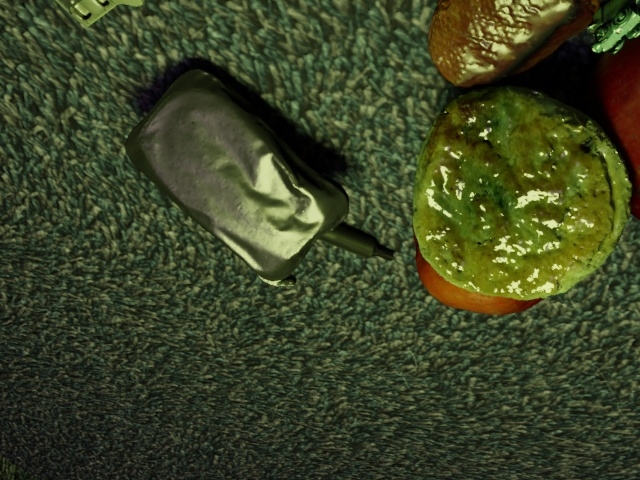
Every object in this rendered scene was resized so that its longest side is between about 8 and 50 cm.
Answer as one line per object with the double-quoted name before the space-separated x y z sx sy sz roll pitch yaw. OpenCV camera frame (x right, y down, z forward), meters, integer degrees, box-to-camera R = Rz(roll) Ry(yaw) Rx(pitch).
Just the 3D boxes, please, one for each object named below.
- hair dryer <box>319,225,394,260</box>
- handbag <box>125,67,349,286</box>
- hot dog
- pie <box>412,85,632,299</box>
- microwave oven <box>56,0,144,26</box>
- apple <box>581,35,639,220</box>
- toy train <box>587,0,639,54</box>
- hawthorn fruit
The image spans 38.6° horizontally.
"hair dryer" 0.000 0.000 1.514 0.248 0.077 0.195 23 144 -16
"handbag" -0.116 -0.089 1.347 0.332 0.075 0.191 42 108 -9
"hot dog" 0.222 -0.263 1.062 0.161 0.099 0.227 31 142 -18
"pie" 0.233 -0.051 1.118 0.277 0.079 0.276 8 104 34
"microwave oven" -0.204 -0.424 0.928 0.355 0.218 0.286 -20 131 38
"apple" 0.521 -0.140 1.089 0.365 0.295 0.329 -20 167 40
"toy train" 0.364 -0.266 1.026 0.038 0.071 0.148 35 140 -19
"hawthorn fruit" 0.255 0.008 1.320 0.224 0.224 0.261 -12 154 32
